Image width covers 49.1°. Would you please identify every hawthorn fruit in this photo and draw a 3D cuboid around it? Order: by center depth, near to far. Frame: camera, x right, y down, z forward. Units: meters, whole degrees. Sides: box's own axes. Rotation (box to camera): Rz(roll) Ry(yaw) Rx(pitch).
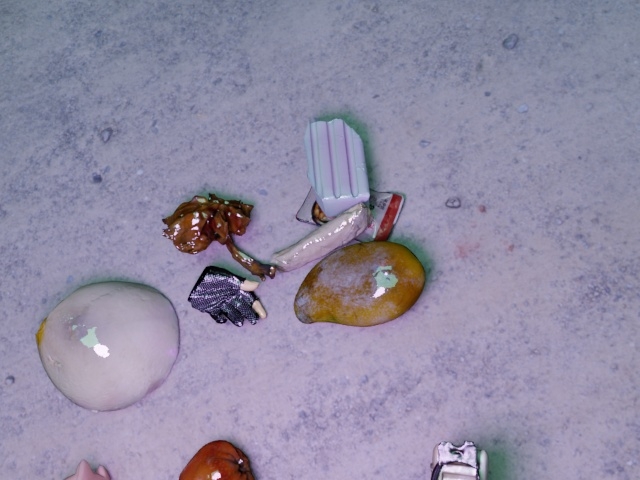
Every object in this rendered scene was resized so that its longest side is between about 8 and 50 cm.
[{"bbox_3d":[-0.245,0.533,1.508,0.203,0.163,0.162,-36,69,13],"label":"hawthorn fruit"}]

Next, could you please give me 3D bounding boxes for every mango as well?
[{"bbox_3d":[0.083,0.106,1.591,0.316,0.146,0.192,-18,68,19],"label":"mango"}]

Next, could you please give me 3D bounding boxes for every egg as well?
[{"bbox_3d":[-0.512,0.233,1.622,0.337,0.201,0.337,-3,74,10],"label":"egg"}]

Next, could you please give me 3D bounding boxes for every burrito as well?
[{"bbox_3d":[0.000,0.000,1.648,0.275,0.082,0.059,-29,50,13],"label":"burrito"}]

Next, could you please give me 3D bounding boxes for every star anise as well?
[{"bbox_3d":[-0.239,-0.012,1.677,0.346,0.148,0.237,31,37,19],"label":"star anise"}]

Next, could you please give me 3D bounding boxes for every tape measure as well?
[{"bbox_3d":[0.257,0.512,1.351,0.133,0.271,0.231,4,71,12],"label":"tape measure"}]

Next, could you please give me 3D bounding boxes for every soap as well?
[{"bbox_3d":[0.037,-0.179,1.693,0.145,0.091,0.230,-5,63,1],"label":"soap"}]

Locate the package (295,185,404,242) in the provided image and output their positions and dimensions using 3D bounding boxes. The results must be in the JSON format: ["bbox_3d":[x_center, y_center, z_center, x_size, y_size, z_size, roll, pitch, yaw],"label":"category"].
[{"bbox_3d":[0.072,-0.080,1.707,0.239,0.030,0.154,21,75,17],"label":"package"}]

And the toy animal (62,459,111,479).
[{"bbox_3d":[-0.567,0.633,1.505,0.256,0.195,0.213,-33,62,1],"label":"toy animal"}]

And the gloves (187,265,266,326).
[{"bbox_3d":[-0.211,0.139,1.664,0.181,0.106,0.129,30,82,-12],"label":"gloves"}]
